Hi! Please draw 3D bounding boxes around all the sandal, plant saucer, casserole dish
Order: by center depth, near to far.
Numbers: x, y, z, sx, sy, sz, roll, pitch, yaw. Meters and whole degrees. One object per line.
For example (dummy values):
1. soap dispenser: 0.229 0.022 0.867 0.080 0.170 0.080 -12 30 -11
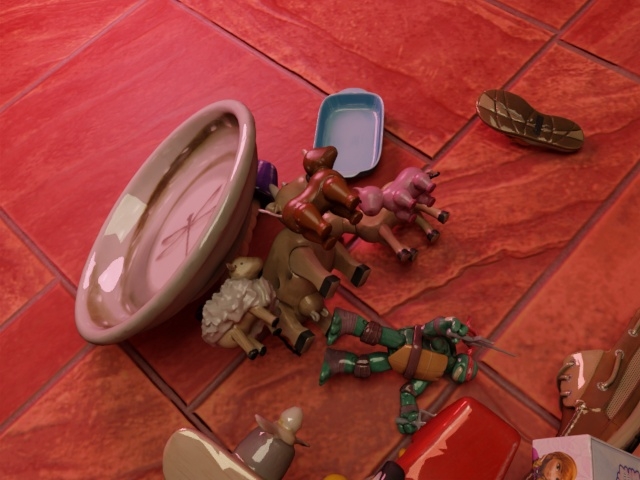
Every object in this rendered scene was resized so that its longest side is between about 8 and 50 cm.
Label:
1. plant saucer: -0.205 -0.017 0.957 0.400 0.100 0.401 -34 37 30
2. sandal: 0.332 -0.183 1.052 0.180 0.049 0.072 23 72 5
3. casserole dish: 0.050 -0.175 1.100 0.114 0.037 0.188 1 60 11

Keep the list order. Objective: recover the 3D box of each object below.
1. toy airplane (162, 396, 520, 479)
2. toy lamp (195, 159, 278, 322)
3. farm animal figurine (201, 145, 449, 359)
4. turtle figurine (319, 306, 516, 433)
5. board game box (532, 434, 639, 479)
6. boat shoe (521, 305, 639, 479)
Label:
1. toy airplane: 0.044 0.360 0.696 0.384 0.272 0.386 -11 95 15
2. toy lamp: -0.120 -0.002 1.008 0.080 0.080 0.275 5 62 13
3. farm animal figurine: 0.000 0.000 0.908 0.172 0.330 0.327 39 104 29
4. turtle figurine: 0.121 0.162 0.853 0.234 0.118 0.175 12 105 4
5. board game box: 0.317 0.377 0.599 0.066 0.318 0.319 -26 45 47
6. boat shoe: 0.349 0.192 0.798 0.324 0.123 0.120 -35 55 -20
